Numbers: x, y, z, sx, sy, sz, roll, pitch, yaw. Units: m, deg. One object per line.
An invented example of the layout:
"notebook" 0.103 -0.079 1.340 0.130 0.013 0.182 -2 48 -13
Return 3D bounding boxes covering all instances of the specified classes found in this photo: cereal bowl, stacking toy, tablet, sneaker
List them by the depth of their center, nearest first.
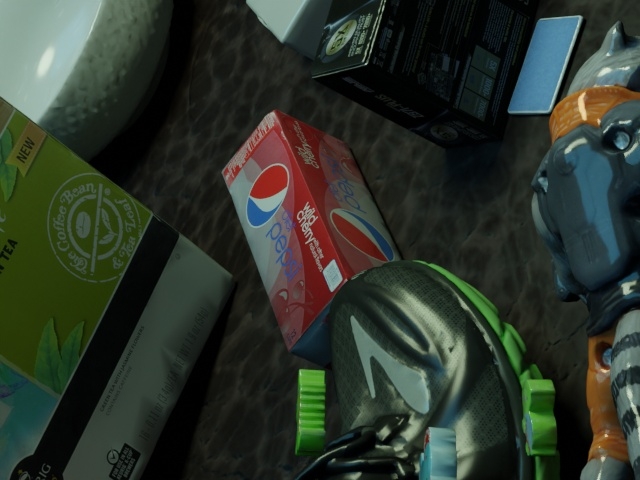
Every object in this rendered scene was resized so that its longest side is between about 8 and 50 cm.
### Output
"stacking toy" 0.071 0.174 1.019 0.052 0.167 0.221 103 168 -56
"sneaker" 0.035 0.209 1.099 0.185 0.202 0.483 -49 32 48
"tablet" 0.178 -0.138 1.335 0.054 0.006 0.083 6 74 57
"cereal bowl" -0.274 -0.218 1.945 0.339 0.141 0.339 -35 43 40

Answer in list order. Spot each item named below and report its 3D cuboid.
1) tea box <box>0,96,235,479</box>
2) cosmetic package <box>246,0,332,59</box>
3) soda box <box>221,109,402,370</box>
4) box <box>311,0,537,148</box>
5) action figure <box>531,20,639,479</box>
"tea box" -0.310 0.093 1.541 0.220 0.323 0.329 -9 50 51
"cosmetic package" 0.035 -0.285 1.584 0.231 0.085 0.117 -58 31 15
"soda box" 0.000 0.000 1.422 0.083 0.092 0.263 -52 34 22
"box" 0.091 -0.187 1.364 0.077 0.147 0.180 -5 65 55
"action figure" 0.233 0.001 0.999 0.341 0.178 0.330 -41 48 39
